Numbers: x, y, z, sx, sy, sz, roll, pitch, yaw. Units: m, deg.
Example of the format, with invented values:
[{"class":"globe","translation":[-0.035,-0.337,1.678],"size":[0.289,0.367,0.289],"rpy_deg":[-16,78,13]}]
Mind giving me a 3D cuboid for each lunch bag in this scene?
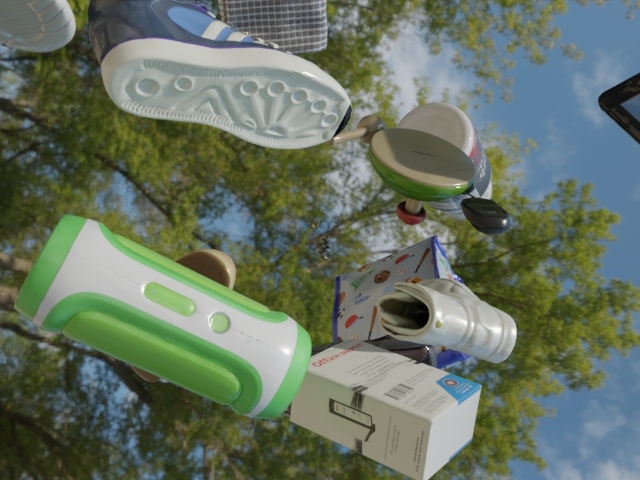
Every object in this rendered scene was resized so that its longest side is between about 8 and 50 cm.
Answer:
[{"class":"lunch bag","translation":[0.211,0.223,1.725],"size":[0.327,0.239,0.385],"rpy_deg":[-27,-153,20]}]

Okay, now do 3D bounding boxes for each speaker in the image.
[{"class":"speaker","translation":[-0.162,0.087,0.724],"size":[0.131,0.296,0.131],"rpy_deg":[-53,-161,27]}]

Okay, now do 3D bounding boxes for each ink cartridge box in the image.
[{"class":"ink cartridge box","translation":[0.083,0.212,0.875],"size":[0.203,0.148,0.086],"rpy_deg":[15,-74,34]}]

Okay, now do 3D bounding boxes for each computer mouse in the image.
[{"class":"computer mouse","translation":[0.260,-0.064,1.174],"size":[0.242,0.071,0.041],"rpy_deg":[-113,-153,-63]}]

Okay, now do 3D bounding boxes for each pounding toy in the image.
[{"class":"pounding toy","translation":[0.135,-0.110,1.139],"size":[0.236,0.183,0.110],"rpy_deg":[28,-54,17]}]

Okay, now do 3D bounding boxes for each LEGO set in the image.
[{"class":"LEGO set","translation":[-0.002,0.000,1.286],"size":[0.054,0.023,0.083],"rpy_deg":[-48,-116,16]}]

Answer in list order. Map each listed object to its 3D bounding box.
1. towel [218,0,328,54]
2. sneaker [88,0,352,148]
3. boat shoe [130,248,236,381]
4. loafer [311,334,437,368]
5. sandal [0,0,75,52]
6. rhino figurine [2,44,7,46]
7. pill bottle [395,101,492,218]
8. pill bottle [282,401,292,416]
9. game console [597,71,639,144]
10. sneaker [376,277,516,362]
[{"class":"towel","translation":[-0.122,-0.602,1.744],"size":[0.121,0.283,0.235],"rpy_deg":[-106,-169,-48]},{"class":"sneaker","translation":[-0.129,-0.249,0.856],"size":[0.130,0.322,0.236],"rpy_deg":[-58,-141,40]},{"class":"boat shoe","translation":[-0.232,0.116,1.159],"size":[0.122,0.110,0.341],"rpy_deg":[48,-52,5]},{"class":"loafer","translation":[0.076,0.241,1.296],"size":[0.302,0.109,0.095],"rpy_deg":[-11,-93,16]},{"class":"sandal","translation":[-0.500,-0.413,0.946],"size":[0.169,0.416,0.102],"rpy_deg":[-8,-109,18]},{"class":"rhino figurine","translation":[-0.643,-0.445,1.338],"size":[0.243,0.106,0.073],"rpy_deg":[-3,-126,60]},{"class":"pill bottle","translation":[0.339,-0.197,1.788],"size":[0.210,0.363,0.210],"rpy_deg":[-8,-110,23]},{"class":"pill bottle","translation":[-0.039,0.331,1.547],"size":[0.278,0.162,0.162],"rpy_deg":[8,-93,31]},{"class":"game console","translation":[0.616,-0.284,1.096],"size":[0.250,0.173,0.293],"rpy_deg":[-28,-145,11]},{"class":"sneaker","translation":[0.155,0.100,1.049],"size":[0.292,0.169,0.108],"rpy_deg":[16,-92,70]}]
